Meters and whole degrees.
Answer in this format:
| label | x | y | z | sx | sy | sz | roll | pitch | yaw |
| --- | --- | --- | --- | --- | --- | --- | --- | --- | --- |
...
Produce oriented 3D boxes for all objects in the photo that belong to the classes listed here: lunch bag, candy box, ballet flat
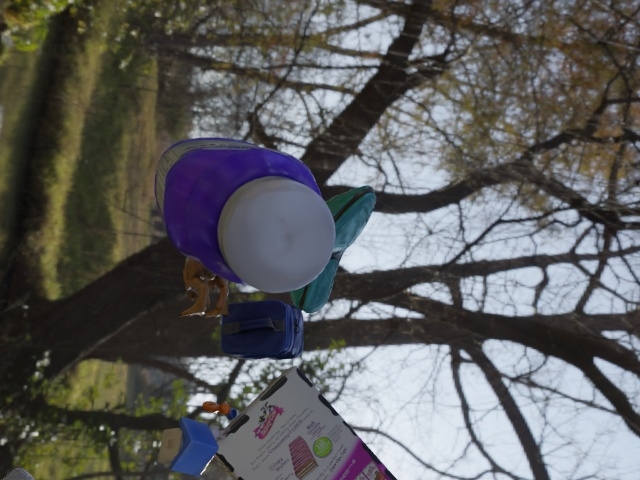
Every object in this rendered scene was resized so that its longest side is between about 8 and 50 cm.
| label | x | y | z | sx | sy | sz | roll | pitch | yaw |
| --- | --- | --- | --- | --- | --- | --- | --- | --- | --- |
| lunch bag | -0.067 | 0.107 | 0.785 | 0.065 | 0.098 | 0.067 | 32 | 53 | -64 |
| candy box | -0.019 | 0.312 | 0.901 | 0.233 | 0.159 | 0.071 | 49 | -23 | 2 |
| ballet flat | 0.000 | 0.000 | 0.981 | 0.087 | 0.083 | 0.247 | 49 | -48 | 31 |

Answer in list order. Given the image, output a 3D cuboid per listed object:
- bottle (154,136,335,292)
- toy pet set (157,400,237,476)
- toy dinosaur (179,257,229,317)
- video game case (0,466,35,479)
| label | x | y | z | sx | sy | sz | roll | pitch | yaw |
| --- | --- | --- | --- | --- | --- | --- | --- | --- | --- |
| bottle | -0.062 | -0.028 | 0.504 | 0.283 | 0.118 | 0.092 | -146 | -121 | -71 |
| toy pet set | -0.133 | 0.250 | 0.805 | 0.065 | 0.114 | 0.122 | -19 | -127 | 36 |
| toy dinosaur | -0.125 | 0.026 | 0.737 | 0.211 | 0.064 | 0.112 | -27 | -114 | 57 |
| video game case | -0.171 | 0.221 | 0.271 | 0.193 | 0.212 | 0.023 | 19 | -40 | 41 |
